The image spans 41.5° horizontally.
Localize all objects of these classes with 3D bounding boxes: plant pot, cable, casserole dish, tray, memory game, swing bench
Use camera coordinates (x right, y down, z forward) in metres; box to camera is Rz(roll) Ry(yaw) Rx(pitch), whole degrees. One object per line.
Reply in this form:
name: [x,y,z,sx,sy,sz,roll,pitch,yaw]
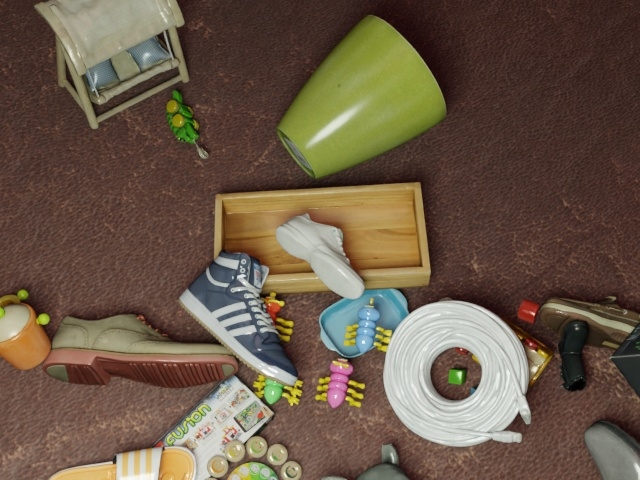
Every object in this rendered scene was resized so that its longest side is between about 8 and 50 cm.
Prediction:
plant pot: [0.063,-0.269,1.764,0.293,0.275,0.275,-39,70,-7]
cable: [0.244,0.238,1.519,0.256,0.089,0.257,-7,79,18]
casserole dish: [0.083,0.158,1.632,0.188,0.037,0.114,-28,67,-20]
tray: [0.000,0.000,1.666,0.410,0.076,0.203,-4,61,1]
memory game: [-0.115,0.430,1.449,0.186,0.012,0.186,5,70,-14]
swing bench: [-0.427,-0.415,1.777,0.253,0.255,0.165,-33,69,-21]

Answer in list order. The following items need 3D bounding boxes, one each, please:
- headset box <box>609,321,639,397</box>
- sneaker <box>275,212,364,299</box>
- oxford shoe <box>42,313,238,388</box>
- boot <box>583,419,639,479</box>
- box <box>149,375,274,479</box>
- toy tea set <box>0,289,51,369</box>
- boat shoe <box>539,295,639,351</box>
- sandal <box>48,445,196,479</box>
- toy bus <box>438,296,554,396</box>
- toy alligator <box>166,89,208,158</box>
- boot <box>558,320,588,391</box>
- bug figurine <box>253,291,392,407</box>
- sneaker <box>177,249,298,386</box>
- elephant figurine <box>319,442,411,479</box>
headset box: [0.709,0.228,1.554,0.283,0.131,0.246,-41,97,-24]
sneaker: [0.018,0.018,1.575,0.094,0.080,0.212,-36,64,-29]
oxford shoe: [-0.317,0.186,1.520,0.348,0.123,0.130,3,56,0]
boot: [0.498,0.492,1.446,0.222,0.118,0.338,-23,61,-12]
box: [-0.193,0.345,1.498,0.114,0.036,0.207,41,65,17]
toy tea set: [-0.624,0.202,1.451,0.200,0.124,0.336,24,58,40]
boat shoe: [0.551,0.155,1.654,0.257,0.095,0.095,22,57,-7]
sandal: [-0.339,0.406,1.403,0.265,0.076,0.102,-11,70,1]
toy bus: [0.338,0.195,1.596,0.190,0.104,0.202,-12,83,25]
toy alligator: [-0.295,-0.239,1.812,0.051,0.056,0.190,-36,64,23]
boot: [0.480,0.221,1.591,0.045,0.121,0.099,3,54,-2]
bug figurine: [-0.015,0.199,1.545,0.278,0.072,0.216,3,67,10]
sneaker: [-0.117,0.126,1.503,0.282,0.099,0.153,37,88,27]
elephant figurine: [0.045,0.465,1.383,0.239,0.186,0.170,-11,97,-11]
